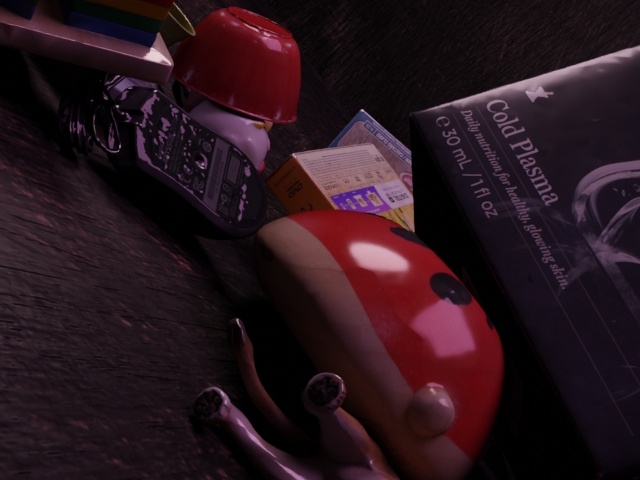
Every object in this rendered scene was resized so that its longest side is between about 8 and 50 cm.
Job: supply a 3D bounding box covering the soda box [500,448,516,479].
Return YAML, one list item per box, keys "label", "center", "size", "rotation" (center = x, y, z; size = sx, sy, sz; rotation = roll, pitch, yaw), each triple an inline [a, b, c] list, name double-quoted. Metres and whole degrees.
- label: "soda box"
  center: [0.378, 0.370, 1.801]
  size: [0.286, 0.091, 0.098]
  rotation: [6, 67, -75]

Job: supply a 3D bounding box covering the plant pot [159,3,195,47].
- label: "plant pot"
  center: [-0.207, -0.253, 1.249]
  size: [0.083, 0.079, 0.083]
  rotation: [48, 11, -13]

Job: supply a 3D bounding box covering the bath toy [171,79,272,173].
- label: "bath toy"
  center: [-0.132, -0.154, 1.405]
  size: [0.151, 0.129, 0.348]
  rotation: [17, 19, -15]

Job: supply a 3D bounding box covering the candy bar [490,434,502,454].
- label: "candy bar"
  center: [0.299, 0.334, 1.851]
  size: [0.161, 0.018, 0.040]
  rotation: [54, 9, 16]

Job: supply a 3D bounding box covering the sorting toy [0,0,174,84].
- label: "sorting toy"
  center: [-0.279, -0.281, 1.010]
  size: [0.255, 0.089, 0.257]
  rotation: [10, 34, -33]

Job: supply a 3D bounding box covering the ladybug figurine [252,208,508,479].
- label: "ladybug figurine"
  center: [0.066, 0.093, 1.081]
  size: [0.305, 0.162, 0.449]
  rotation: [56, -4, -20]

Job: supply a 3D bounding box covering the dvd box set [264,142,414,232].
- label: "dvd box set"
  center: [0.128, 0.051, 1.415]
  size: [0.420, 0.062, 0.307]
  rotation: [52, 23, 7]

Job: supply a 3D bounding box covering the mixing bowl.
- label: "mixing bowl"
  center: [-0.095, -0.231, 1.304]
  size: [0.181, 0.098, 0.181]
  rotation: [22, 18, -8]

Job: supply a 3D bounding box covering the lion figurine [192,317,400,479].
- label: "lion figurine"
  center: [0.056, 0.238, 0.836]
  size: [0.392, 0.142, 0.240]
  rotation: [55, 3, 41]

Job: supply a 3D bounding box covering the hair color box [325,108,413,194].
- label: "hair color box"
  center: [0.083, -0.086, 1.763]
  size: [0.174, 0.105, 0.347]
  rotation: [41, -9, 2]

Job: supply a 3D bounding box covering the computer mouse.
- label: "computer mouse"
  center: [-0.170, -0.093, 1.121]
  size: [0.272, 0.072, 0.189]
  rotation: [41, 42, -30]

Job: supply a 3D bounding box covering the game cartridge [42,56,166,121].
- label: "game cartridge"
  center: [-0.282, -0.241, 1.252]
  size: [0.198, 0.062, 0.297]
  rotation: [28, 25, -55]

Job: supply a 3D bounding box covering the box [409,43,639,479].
- label: "box"
  center: [0.397, 0.045, 1.131]
  size: [0.297, 0.471, 0.480]
  rotation: [82, -11, -51]
